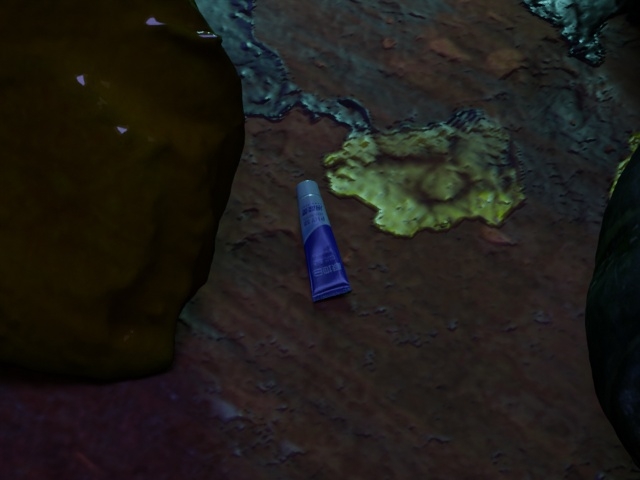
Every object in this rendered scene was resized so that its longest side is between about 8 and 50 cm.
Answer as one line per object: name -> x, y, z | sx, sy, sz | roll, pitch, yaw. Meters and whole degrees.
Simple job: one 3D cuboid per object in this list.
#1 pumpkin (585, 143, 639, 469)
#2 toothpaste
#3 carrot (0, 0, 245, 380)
pumpkin -> 0.279, 0.021, 0.900 | 0.300, 0.207, 0.300 | -10, 53, 13
toothpaste -> 0.000, 0.000, 1.103 | 0.024, 0.015, 0.083 | -15, 55, 5
carrot -> -0.191, -0.105, 1.073 | 0.241, 0.241, 0.341 | -22, 50, -11
